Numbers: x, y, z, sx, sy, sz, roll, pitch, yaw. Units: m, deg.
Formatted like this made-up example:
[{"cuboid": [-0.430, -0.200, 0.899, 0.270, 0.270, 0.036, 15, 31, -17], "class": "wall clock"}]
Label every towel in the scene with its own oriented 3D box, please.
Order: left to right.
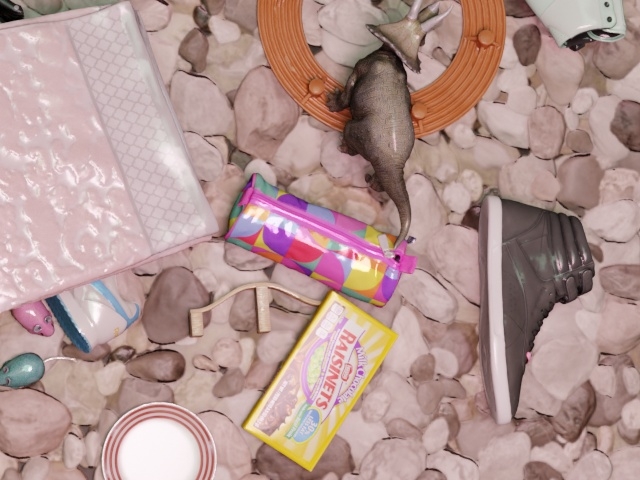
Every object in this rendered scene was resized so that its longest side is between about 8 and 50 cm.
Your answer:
[{"cuboid": [-0.312, -0.108, 1.834, 0.317, 0.053, 0.331, -19, 86, -27], "class": "towel"}]

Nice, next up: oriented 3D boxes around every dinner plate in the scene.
[{"cuboid": [-0.199, 0.271, 1.891, 0.141, 0.017, 0.141, 2, 81, -10], "class": "dinner plate"}]

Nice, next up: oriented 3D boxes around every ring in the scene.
[{"cuboid": [0.085, -0.297, 2.020, 0.337, 0.032, 0.336, 1, 81, -8], "class": "ring"}]

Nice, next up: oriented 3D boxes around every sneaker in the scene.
[{"cuboid": [-0.309, 0.021, 1.885, 0.092, 0.087, 0.228, -30, 92, -23], "class": "sneaker"}, {"cuboid": [0.279, 0.088, 1.951, 0.147, 0.104, 0.295, 3, 76, -4], "class": "sneaker"}, {"cuboid": [0.400, -0.347, 2.045, 0.256, 0.094, 0.151, -25, 80, -2], "class": "sneaker"}]

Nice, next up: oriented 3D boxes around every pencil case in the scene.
[{"cuboid": [0.000, 0.000, 1.925, 0.236, 0.104, 0.104, 21, 78, -5], "class": "pencil case"}]

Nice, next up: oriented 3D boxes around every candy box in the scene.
[{"cuboid": [0.000, 0.175, 1.918, 0.105, 0.027, 0.206, 34, 85, -11], "class": "candy box"}]

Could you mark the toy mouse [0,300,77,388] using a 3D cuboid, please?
[{"cuboid": [-0.366, 0.124, 1.879, 0.143, 0.031, 0.161, 23, 78, -5], "class": "toy mouse"}]

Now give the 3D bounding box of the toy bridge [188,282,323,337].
[{"cuboid": [-0.073, 0.085, 1.936, 0.188, 0.026, 0.063, -4, 81, -11], "class": "toy bridge"}]

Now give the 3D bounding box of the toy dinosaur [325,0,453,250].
[{"cuboid": [0.073, -0.150, 1.894, 0.121, 0.160, 0.313, 10, 74, -7], "class": "toy dinosaur"}]

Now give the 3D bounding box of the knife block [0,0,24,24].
[{"cuboid": [-0.499, -0.275, 1.891, 0.276, 0.088, 0.242, -3, 81, -10], "class": "knife block"}]
